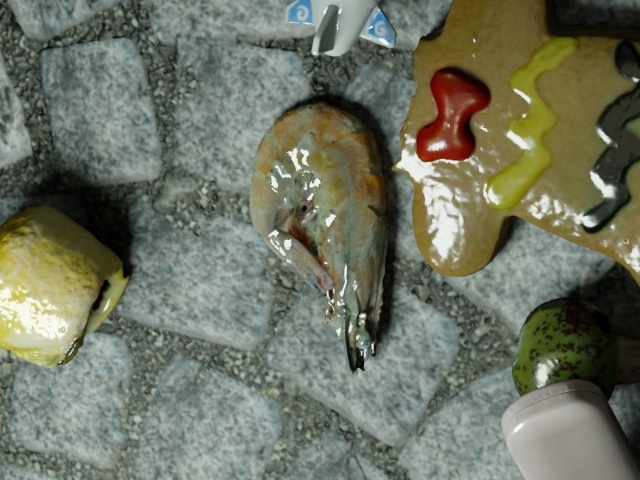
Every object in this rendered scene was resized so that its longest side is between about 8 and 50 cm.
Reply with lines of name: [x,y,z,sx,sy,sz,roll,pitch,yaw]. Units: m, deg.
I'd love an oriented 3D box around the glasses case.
glasses case: [0.280,0.243,1.885,0.113,0.075,0.297,-23,138,9]

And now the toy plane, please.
toy plane: [0.036,-0.328,1.879,0.267,0.122,0.266,4,102,17]

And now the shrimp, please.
shrimp: [0.000,0.000,2.009,0.164,0.062,0.316,-3,99,24]

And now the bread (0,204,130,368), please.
bread: [-0.337,0.059,2.076,0.170,0.197,0.197,32,112,1]

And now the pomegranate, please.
pomegranate: [0.285,0.131,1.926,0.125,0.163,0.138,1,89,58]

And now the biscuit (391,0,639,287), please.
biscuit: [0.273,-0.098,1.881,0.394,0.076,0.368,18,108,13]
